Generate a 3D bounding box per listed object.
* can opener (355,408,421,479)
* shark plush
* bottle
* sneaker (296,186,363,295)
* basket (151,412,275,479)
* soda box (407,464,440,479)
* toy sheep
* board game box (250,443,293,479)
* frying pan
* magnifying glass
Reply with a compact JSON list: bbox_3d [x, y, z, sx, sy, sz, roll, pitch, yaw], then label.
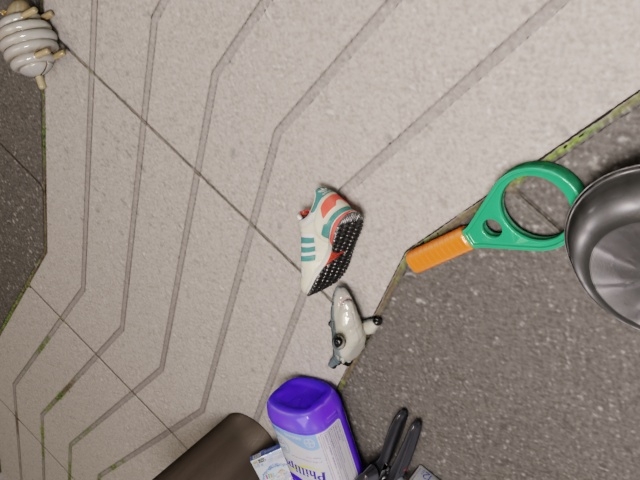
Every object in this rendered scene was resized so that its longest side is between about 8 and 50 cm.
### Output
[{"bbox_3d":[0.104,0.318,1.043,0.059,0.073,0.186,35,125,18],"label":"can opener"},{"bbox_3d":[0.035,0.128,0.993,0.067,0.073,0.161,52,163,28],"label":"shark plush"},{"bbox_3d":[0.006,0.349,1.120,0.118,0.092,0.282,8,123,43],"label":"bottle"},{"bbox_3d":[0.000,0.000,0.918,0.075,0.057,0.161,50,142,26],"label":"sneaker"},{"bbox_3d":[-0.188,0.415,1.234,0.154,0.227,0.204,47,139,4],"label":"basket"},{"bbox_3d":[0.123,0.467,1.105,0.098,0.091,0.286,36,136,17],"label":"soda box"},{"bbox_3d":[-0.421,-0.284,1.047,0.091,0.091,0.132,-15,89,45],"label":"toy sheep"},{"bbox_3d":[-0.059,0.383,1.214,0.020,0.090,0.090,-113,0,-74],"label":"board game box"},{"bbox_3d":[0.366,0.052,0.630,0.326,0.053,0.197,31,142,14],"label":"frying pan"},{"bbox_3d":[0.179,-0.013,0.771,0.231,0.026,0.092,-30,98,46],"label":"magnifying glass"}]
